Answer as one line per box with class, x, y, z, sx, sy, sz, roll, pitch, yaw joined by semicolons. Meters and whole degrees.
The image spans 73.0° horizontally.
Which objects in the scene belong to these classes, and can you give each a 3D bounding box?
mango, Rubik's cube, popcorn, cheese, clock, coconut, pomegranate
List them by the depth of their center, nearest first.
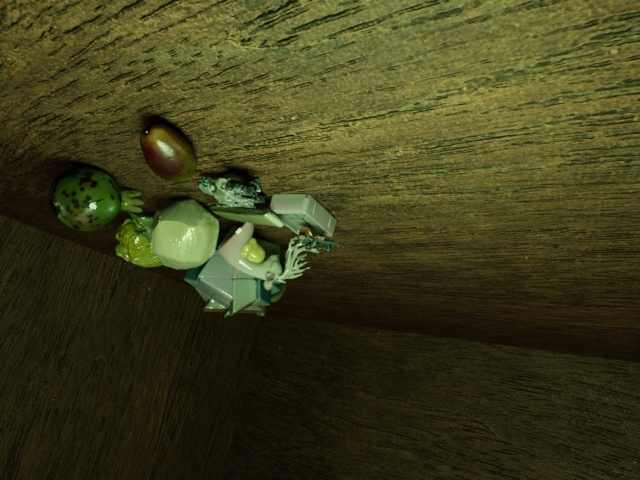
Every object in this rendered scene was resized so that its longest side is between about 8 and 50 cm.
mango;-0.394;-0.219;1.150;0.133;0.111;0.267;3;168;-5
clock;-0.054;-0.078;1.393;0.150;0.063;0.197;3;159;32
cheese;-0.261;-0.087;1.475;0.085;0.034;0.400;34;164;-36
pomegranate;-0.779;-0.143;1.527;0.305;0.243;0.242;0;171;-29
coconut;-0.500;-0.033;1.591;0.244;0.248;0.245;8;-160;-3
Rubik's cube;-0.344;0.142;1.840;0.368;0.387;0.358;36;154;-8
popcorn;-0.771;-0.007;1.929;0.225;0.277;0.276;-25;157;1

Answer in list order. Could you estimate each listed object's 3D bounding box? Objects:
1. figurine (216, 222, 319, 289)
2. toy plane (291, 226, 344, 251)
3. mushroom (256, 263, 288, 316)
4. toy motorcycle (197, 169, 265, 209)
figurine;-0.180;0.043;1.635;0.316;0.284;0.206;47;160;-13
toy plane;-0.002;0.011;1.413;0.188;0.062;0.135;24;159;-27
mushroom;-0.293;0.194;2.079;0.217;0.292;0.211;40;150;-28
toy motorcycle;-0.278;-0.147;1.276;0.203;0.108;0.239;13;162;4
